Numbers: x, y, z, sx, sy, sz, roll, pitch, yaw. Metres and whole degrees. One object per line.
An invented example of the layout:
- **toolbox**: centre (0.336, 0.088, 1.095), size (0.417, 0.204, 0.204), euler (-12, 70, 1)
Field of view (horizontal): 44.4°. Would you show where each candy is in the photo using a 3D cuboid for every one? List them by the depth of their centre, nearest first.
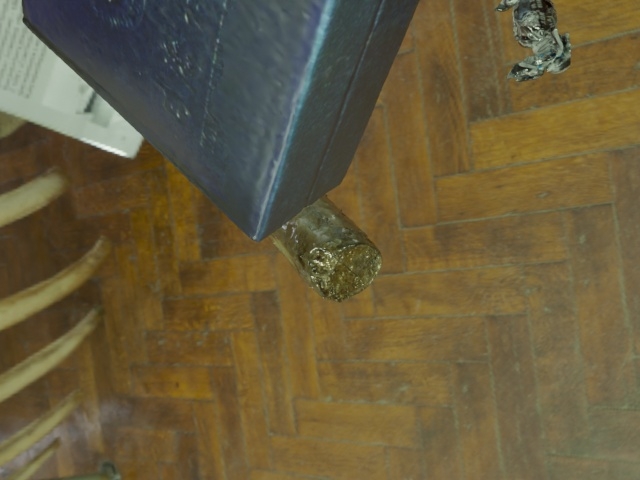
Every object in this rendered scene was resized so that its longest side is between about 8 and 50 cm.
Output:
- **candy**: centre (0.278, -0.287, 1.045), size (0.094, 0.051, 0.226), euler (-13, 43, 21)

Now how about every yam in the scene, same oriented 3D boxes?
- **yam**: centre (0.000, -0.002, 1.261), size (0.238, 0.129, 0.128), euler (45, 162, 49)

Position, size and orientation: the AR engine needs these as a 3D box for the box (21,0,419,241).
- **box**: centre (-0.083, -0.180, 0.524), size (0.279, 0.116, 0.261), euler (42, 145, 14)
